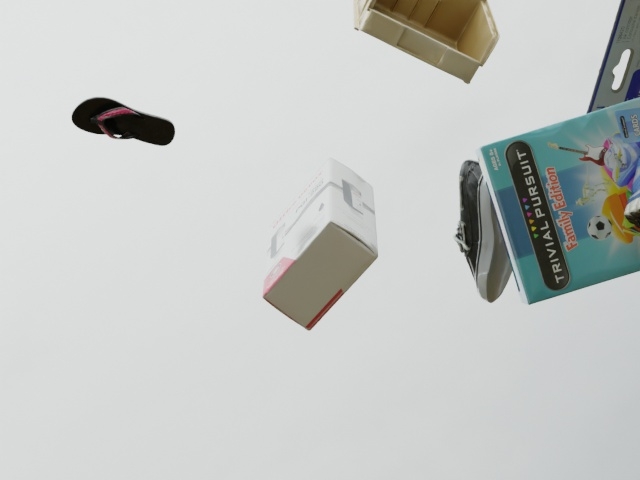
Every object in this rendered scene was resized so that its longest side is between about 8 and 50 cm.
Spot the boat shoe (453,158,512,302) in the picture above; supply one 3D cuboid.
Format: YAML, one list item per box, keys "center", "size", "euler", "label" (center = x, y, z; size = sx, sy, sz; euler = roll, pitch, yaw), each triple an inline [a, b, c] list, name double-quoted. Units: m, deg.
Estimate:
- center: [0.313, -0.018, 2.311]
  size: [0.113, 0.105, 0.306]
  euler: [-41, -44, -34]
  label: "boat shoe"

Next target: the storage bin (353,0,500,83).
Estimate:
- center: [0.206, -0.452, 2.362]
  size: [0.262, 0.260, 0.123]
  euler: [24, -64, -12]
  label: "storage bin"

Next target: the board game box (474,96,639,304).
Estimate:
- center: [0.437, -0.071, 1.803]
  size: [0.336, 0.254, 0.079]
  euler: [-17, 0, 1]
  label: "board game box"

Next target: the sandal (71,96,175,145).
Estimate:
- center: [-0.338, -0.201, 2.018]
  size: [0.179, 0.040, 0.067]
  euler: [12, -66, -8]
  label: "sandal"

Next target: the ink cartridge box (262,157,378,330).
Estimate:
- center: [0.000, 0.000, 1.681]
  size: [0.158, 0.092, 0.218]
  euler: [-48, 16, 21]
  label: "ink cartridge box"

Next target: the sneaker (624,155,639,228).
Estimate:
- center: [0.567, -0.118, 1.623]
  size: [0.129, 0.147, 0.330]
  euler: [26, -29, -39]
  label: "sneaker"

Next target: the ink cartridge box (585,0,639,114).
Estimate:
- center: [0.599, -0.305, 1.981]
  size: [0.307, 0.072, 0.304]
  euler: [-2, -49, -12]
  label: "ink cartridge box"
